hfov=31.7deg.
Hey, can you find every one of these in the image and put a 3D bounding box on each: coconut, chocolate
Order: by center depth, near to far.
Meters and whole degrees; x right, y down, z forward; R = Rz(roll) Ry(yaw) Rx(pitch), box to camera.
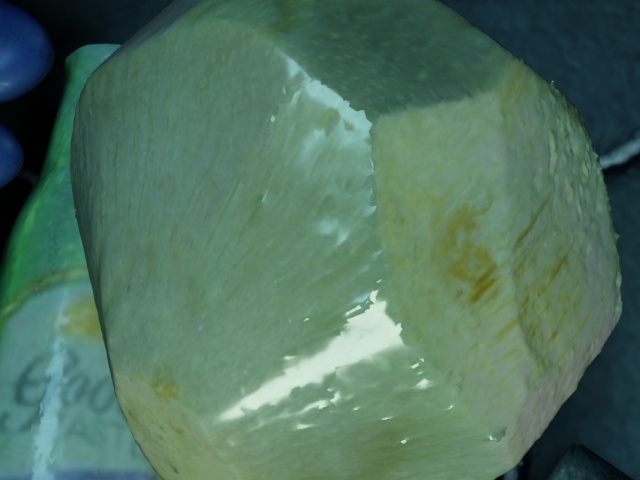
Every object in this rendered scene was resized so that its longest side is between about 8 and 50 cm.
[{"bbox_3d":[0.000,0.000,0.440,0.197,0.237,0.236,5,74,36],"label":"coconut"},{"bbox_3d":[-0.110,0.049,0.525,0.110,0.110,0.291,-1,71,12],"label":"chocolate"}]

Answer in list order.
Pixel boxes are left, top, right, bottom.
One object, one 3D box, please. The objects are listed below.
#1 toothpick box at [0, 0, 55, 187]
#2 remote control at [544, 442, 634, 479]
[{"bbox_3d":[-0.258,-0.052,0.509,0.263,0.263,0.354,-2,68,11],"label":"toothpick box"},{"bbox_3d":[0.230,0.229,0.431,0.378,0.044,0.107,34,87,19],"label":"remote control"}]
